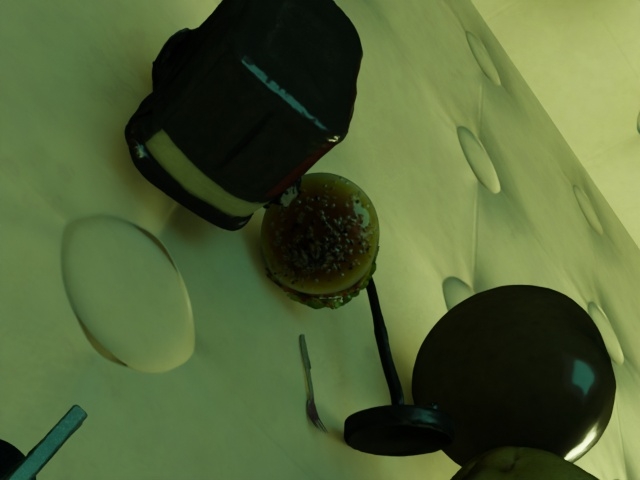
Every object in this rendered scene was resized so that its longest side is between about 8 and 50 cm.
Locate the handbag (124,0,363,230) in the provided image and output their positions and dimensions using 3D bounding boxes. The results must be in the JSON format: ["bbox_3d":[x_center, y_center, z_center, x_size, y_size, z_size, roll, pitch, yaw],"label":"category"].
[{"bbox_3d":[-0.066,-0.137,0.882,0.181,0.181,0.254,37,35,-21],"label":"handbag"}]

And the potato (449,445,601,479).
[{"bbox_3d":[0.225,0.336,0.916,0.202,0.218,0.351,32,-8,47],"label":"potato"}]

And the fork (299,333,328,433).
[{"bbox_3d":[-0.010,0.144,0.915,0.016,0.012,0.115,36,31,-46],"label":"fork"}]

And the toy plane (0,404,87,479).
[{"bbox_3d":[-0.210,0.174,0.453,0.060,0.096,0.235,51,46,-13],"label":"toy plane"}]

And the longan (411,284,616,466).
[{"bbox_3d":[0.226,0.160,1.042,0.248,0.248,0.248,41,33,-34],"label":"longan"}]

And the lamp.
[{"bbox_3d":[0.030,0.075,1.001,0.371,0.108,0.130,67,5,34],"label":"lamp"}]

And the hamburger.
[{"bbox_3d":[0.000,0.000,0.947,0.081,0.126,0.141,-37,139,-81],"label":"hamburger"}]
